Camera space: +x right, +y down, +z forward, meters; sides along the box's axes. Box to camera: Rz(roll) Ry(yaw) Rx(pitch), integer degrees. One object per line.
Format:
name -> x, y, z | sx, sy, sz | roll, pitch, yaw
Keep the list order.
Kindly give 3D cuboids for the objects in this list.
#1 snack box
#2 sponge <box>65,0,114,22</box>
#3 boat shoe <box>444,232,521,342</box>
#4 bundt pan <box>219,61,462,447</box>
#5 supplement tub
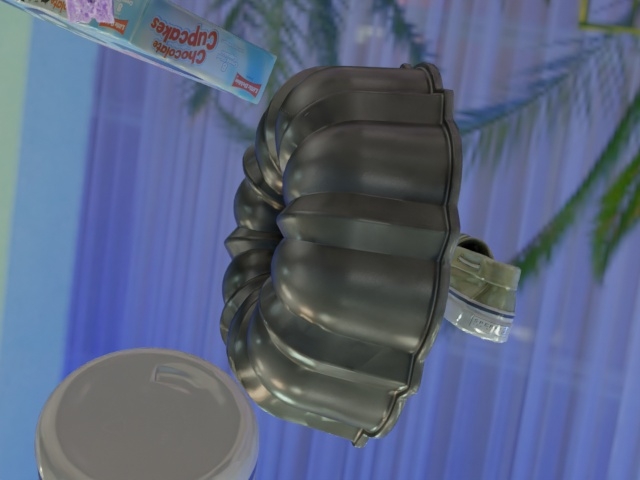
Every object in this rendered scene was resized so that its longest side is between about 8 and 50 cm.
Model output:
snack box -> -0.217, -0.232, 1.441 | 0.322, 0.060, 0.187 | 25, -177, 41
sponge -> -0.149, -0.246, 0.881 | 0.031, 0.117, 0.210 | -3, -132, -6
boat shoe -> 0.176, 0.041, 1.706 | 0.109, 0.094, 0.302 | 21, -173, -19
bundt pan -> 0.000, 0.000, 1.169 | 0.124, 0.331, 0.331 | 10, -170, -16
supplement tub -> -0.185, 0.294, 1.508 | 0.228, 0.316, 0.228 | 3, -137, -3
